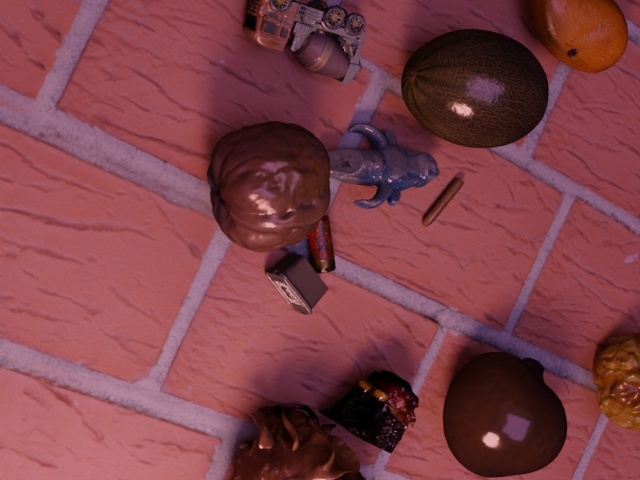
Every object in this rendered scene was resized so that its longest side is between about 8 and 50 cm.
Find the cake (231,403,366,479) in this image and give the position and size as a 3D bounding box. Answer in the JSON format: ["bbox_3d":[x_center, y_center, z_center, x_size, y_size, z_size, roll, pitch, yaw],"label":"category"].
[{"bbox_3d":[-0.025,0.486,1.725,0.333,0.332,0.320,11,64,-25],"label":"cake"}]

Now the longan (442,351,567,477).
[{"bbox_3d":[0.415,0.388,1.904,0.300,0.243,0.300,-5,98,-36],"label":"longan"}]

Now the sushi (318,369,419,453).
[{"bbox_3d":[0.127,0.356,1.825,0.172,0.153,0.150,36,81,-34],"label":"sushi"}]

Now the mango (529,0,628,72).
[{"bbox_3d":[0.556,-0.488,1.876,0.295,0.120,0.177,36,92,-23],"label":"mango"}]

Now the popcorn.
[{"bbox_3d":[0.788,0.346,2.069,0.250,0.225,0.249,-6,107,-21],"label":"popcorn"}]

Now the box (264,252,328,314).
[{"bbox_3d":[-0.046,0.085,1.739,0.069,0.084,0.122,-45,114,-18],"label":"box"}]

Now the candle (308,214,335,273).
[{"bbox_3d":[0.000,0.000,1.758,0.052,0.052,0.130,-12,104,-21],"label":"candle"}]

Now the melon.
[{"bbox_3d":[0.313,-0.307,1.736,0.302,0.237,0.237,7,97,-22],"label":"melon"}]

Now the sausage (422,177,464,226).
[{"bbox_3d":[0.268,-0.083,1.873,0.024,0.024,0.132,43,80,-24],"label":"sausage"}]

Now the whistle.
[{"bbox_3d":[0.126,-0.151,1.764,0.269,0.093,0.180,2,75,-23],"label":"whistle"}]

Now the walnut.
[{"bbox_3d":[-0.092,-0.102,1.603,0.249,0.248,0.248,-4,101,-23],"label":"walnut"}]

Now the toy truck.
[{"bbox_3d":[-0.025,-0.397,1.649,0.257,0.108,0.140,10,109,-27],"label":"toy truck"}]
